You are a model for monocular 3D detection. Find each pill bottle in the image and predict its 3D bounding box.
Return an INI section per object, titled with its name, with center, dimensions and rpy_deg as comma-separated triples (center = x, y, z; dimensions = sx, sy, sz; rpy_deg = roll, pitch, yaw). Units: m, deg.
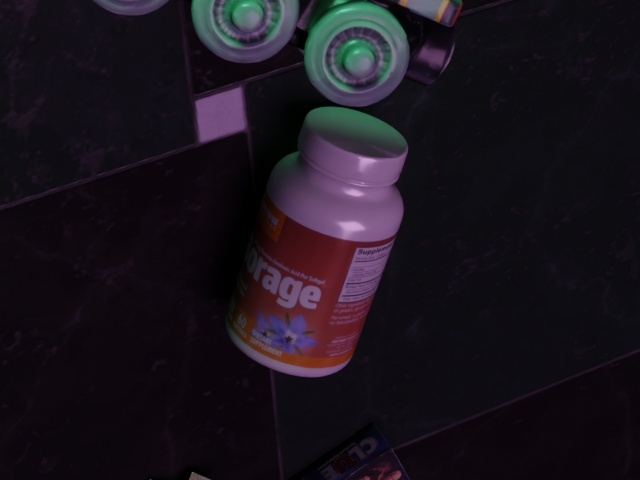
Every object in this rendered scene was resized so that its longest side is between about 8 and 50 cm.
[pill bottle]
center = 0.000, 0.000, 1.423
dimensions = 0.121, 0.121, 0.216
rpy_deg = 0, 122, -32

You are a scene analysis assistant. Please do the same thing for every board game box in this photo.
[board game box]
center = 0.037, 0.318, 1.739
dimensions = 0.165, 0.042, 0.243
rpy_deg = -34, 134, -6

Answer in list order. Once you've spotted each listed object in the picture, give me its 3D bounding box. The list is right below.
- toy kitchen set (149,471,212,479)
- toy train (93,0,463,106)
[toy kitchen set]
center = -0.145, 0.267, 1.603
dimensions = 0.068, 0.075, 0.083
rpy_deg = 24, 73, -4
[toy train]
center = -0.036, -0.228, 1.173
dimensions = 0.334, 0.142, 0.190
rpy_deg = 21, 109, -15
